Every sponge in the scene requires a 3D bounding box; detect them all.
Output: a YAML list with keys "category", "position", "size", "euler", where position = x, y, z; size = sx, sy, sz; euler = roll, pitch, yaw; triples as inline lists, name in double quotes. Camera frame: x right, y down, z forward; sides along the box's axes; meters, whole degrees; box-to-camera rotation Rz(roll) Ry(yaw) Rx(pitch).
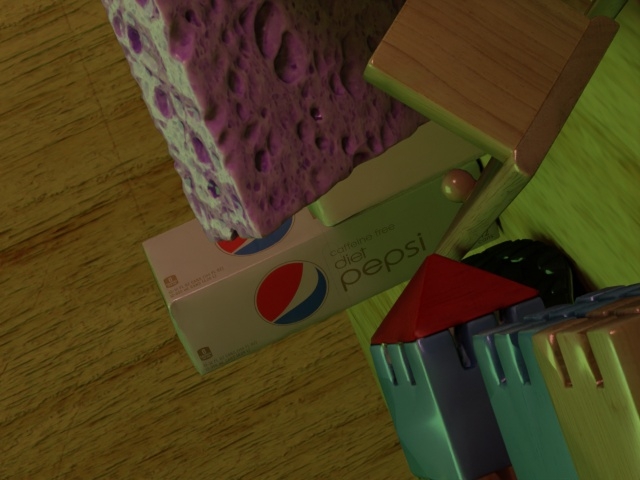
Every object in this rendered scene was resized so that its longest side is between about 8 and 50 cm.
- category: "sponge"
  position: [0.013, -0.095, 0.607]
  size: [0.031, 0.210, 0.117]
  euler: [-7, 111, 45]

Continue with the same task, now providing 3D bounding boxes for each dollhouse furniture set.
- category: "dollhouse furniture set"
  position: [0.025, -0.099, 0.562]
  size: [0.151, 0.144, 0.123]
  euler: [32, 163, 2]

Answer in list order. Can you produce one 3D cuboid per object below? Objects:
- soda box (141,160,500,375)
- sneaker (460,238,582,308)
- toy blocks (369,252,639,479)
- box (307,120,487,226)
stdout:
- category: "soda box"
  position: [0.000, 0.000, 1.082]
  size: [0.074, 0.216, 0.069]
  euler: [-120, 6, -51]
- category: "sneaker"
  position: [0.128, 0.102, 0.894]
  size: [0.124, 0.107, 0.283]
  euler: [60, 179, -26]
- category: "toy blocks"
  position: [0.132, 0.113, 0.453]
  size: [0.381, 0.190, 0.261]
  euler: [165, 86, -73]
- category: "box"
  position: [-0.015, -0.179, 0.858]
  size: [0.148, 0.121, 0.311]
  euler: [-130, 15, -73]
